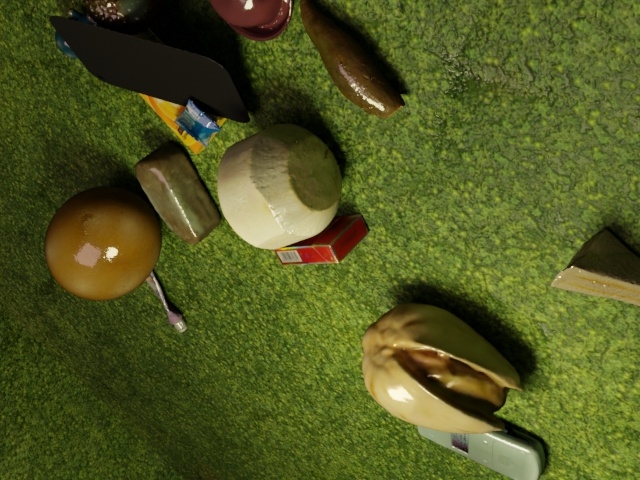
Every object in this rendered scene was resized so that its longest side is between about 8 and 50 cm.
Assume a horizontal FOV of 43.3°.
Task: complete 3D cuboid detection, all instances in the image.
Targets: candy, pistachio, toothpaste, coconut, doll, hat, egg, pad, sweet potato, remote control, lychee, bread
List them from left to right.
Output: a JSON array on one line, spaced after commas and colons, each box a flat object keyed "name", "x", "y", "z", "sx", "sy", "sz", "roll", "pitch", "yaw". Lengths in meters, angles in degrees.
[{"name": "doll", "x": -0.515, "y": -0.445, "z": 1.736, "sx": 0.152, "sy": 0.085, "sz": 0.114, "roll": -16, "pitch": 99, "yaw": 40}, {"name": "egg", "x": -0.551, "y": 0.007, "z": 2.051, "sx": 0.282, "sy": 0.282, "sz": 0.351, "roll": 50, "pitch": 144, "yaw": -7}, {"name": "lychee", "x": -0.371, "y": -0.461, "z": 1.508, "sx": 0.171, "sy": 0.171, "sz": 0.171, "roll": 27, "pitch": 141, "yaw": 24}, {"name": "pad", "x": -0.315, "y": -0.356, "z": 1.510, "sx": 0.375, "sy": 0.063, "sz": 0.315, "roll": 18, "pitch": 165, "yaw": 14}, {"name": "toothpaste", "x": -0.475, "y": 0.138, "z": 2.317, "sx": 0.075, "sy": 0.048, "sz": 0.301, "roll": -10, "pitch": 115, "yaw": 55}, {"name": "candy", "x": -0.327, "y": -0.105, "z": 1.861, "sx": 0.102, "sy": 0.104, "sz": 0.234, "roll": 3, "pitch": 128, "yaw": 46}, {"name": "candy", "x": -0.250, "y": -0.234, "z": 1.633, "sx": 0.088, "sy": 0.038, "sz": 0.136, "roll": 38, "pitch": 156, "yaw": -11}, {"name": "hat", "x": -0.134, "y": -0.426, "z": 1.352, "sx": 0.205, "sy": 0.089, "sz": 0.205, "roll": 27, "pitch": 141, "yaw": 25}, {"name": "coconut", "x": -0.081, "y": -0.102, "z": 1.523, "sx": 0.241, "sy": 0.241, "sz": 0.241, "roll": 27, "pitch": 141, "yaw": 24}, {"name": "sweet potato", "x": 0.038, "y": -0.294, "z": 1.322, "sx": 0.244, "sy": 0.077, "sz": 0.077, "roll": 47, "pitch": 145, "yaw": -4}, {"name": "pistachio", "x": 0.227, "y": 0.254, "z": 1.564, "sx": 0.321, "sy": 0.229, "sz": 0.238, "roll": 26, "pitch": -177, "yaw": 18}, {"name": "remote control", "x": 0.345, "y": 0.429, "z": 1.756, "sx": 0.296, "sy": 0.056, "sz": 0.140, "roll": 19, "pitch": 139, "yaw": 31}, {"name": "bread", "x": 0.449, "y": 0.069, "z": 1.240, "sx": 0.152, "sy": 0.105, "sz": 0.077, "roll": 41, "pitch": 152, "yaw": 7}]

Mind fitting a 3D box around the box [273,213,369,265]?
[{"name": "box", "x": 0.000, "y": -0.001, "z": 1.626, "sx": 0.175, "sy": 0.112, "sz": 0.048, "roll": -5, "pitch": 121, "yaw": 47}]

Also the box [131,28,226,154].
[{"name": "box", "x": -0.319, "y": -0.319, "z": 1.692, "sx": 0.269, "sy": 0.043, "sz": 0.152, "roll": 47, "pitch": 145, "yaw": -1}]
